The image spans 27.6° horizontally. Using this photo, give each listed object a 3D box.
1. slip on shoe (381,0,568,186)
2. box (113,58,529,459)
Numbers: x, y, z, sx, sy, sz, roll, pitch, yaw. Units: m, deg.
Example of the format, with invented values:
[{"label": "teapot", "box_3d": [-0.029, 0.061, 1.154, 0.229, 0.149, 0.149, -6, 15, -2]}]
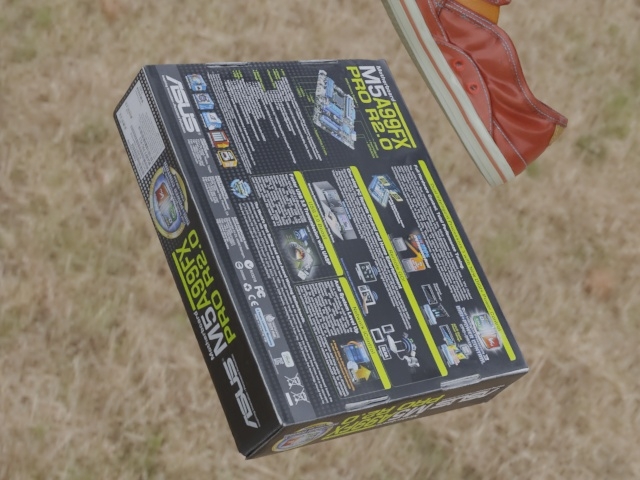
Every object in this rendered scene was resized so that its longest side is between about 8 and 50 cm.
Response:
[{"label": "slip on shoe", "box_3d": [0.114, -0.208, 1.157, 0.331, 0.101, 0.123, 58, 6, -13]}, {"label": "box", "box_3d": [0.000, 0.000, 0.906, 0.216, 0.060, 0.270, -8, 65, -37]}]
